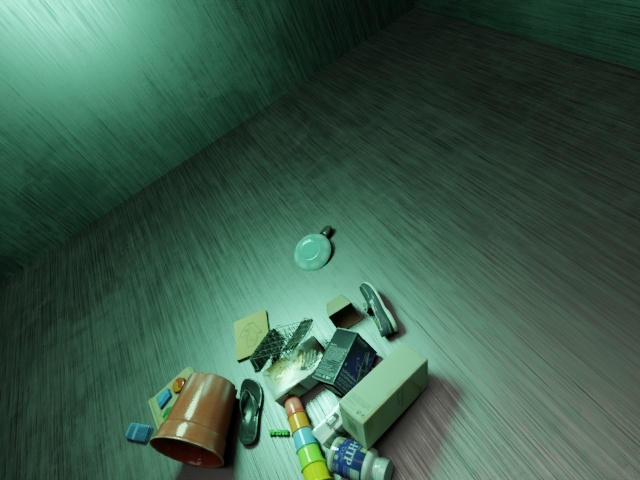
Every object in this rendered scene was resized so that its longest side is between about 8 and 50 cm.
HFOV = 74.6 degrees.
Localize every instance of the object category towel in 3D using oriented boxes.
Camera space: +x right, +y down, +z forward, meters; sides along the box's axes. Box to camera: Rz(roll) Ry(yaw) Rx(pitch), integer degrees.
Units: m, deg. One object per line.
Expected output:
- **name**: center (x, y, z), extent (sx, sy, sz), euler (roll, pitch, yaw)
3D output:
- **towel**: center (-0.757, 0.799, 1.749), extent (0.119, 0.029, 0.067), euler (-2, 53, 25)

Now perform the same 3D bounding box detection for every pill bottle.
- **pill bottle**: center (0.127, 0.704, 1.328), extent (0.187, 0.112, 0.112), euler (5, 56, 30)

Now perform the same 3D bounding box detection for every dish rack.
- **dish rack**: center (-0.141, 0.401, 1.642), extent (0.271, 0.074, 0.208), euler (-23, 18, 34)

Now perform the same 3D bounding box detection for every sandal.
- **sandal**: center (-0.271, 0.646, 1.616), extent (0.097, 0.054, 0.254), euler (-20, 47, 10)

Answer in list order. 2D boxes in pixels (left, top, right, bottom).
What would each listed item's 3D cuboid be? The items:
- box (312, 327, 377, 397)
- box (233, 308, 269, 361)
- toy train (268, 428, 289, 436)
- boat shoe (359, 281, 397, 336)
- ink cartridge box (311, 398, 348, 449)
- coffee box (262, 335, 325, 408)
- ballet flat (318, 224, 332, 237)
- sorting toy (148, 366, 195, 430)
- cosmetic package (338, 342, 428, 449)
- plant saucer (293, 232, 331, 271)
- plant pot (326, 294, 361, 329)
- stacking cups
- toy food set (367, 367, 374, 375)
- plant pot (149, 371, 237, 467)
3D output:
- **box**: center (0.091, 0.447, 1.522), extent (0.108, 0.153, 0.207), euler (1, 53, 46)
- **box**: center (-0.301, 0.417, 1.849), extent (0.164, 0.021, 0.201), euler (-23, 47, 8)
- **toy train**: center (-0.151, 0.702, 1.536), extent (0.083, 0.017, 0.023), euler (-10, 39, 19)
- **boat shoe**: center (0.211, 0.272, 1.669), extent (0.079, 0.095, 0.254), euler (-24, 54, -9)
- **ink cartridge box**: center (0.056, 0.629, 1.428), extent (0.150, 0.109, 0.063), euler (-43, 49, -12)
- **coffee box**: center (-0.081, 0.502, 1.611), extent (0.246, 0.098, 0.141), euler (-34, 45, -4)
- **ballet flat**: center (0.000, 0.000, 2.044), extent (0.057, 0.049, 0.173), euler (36, 80, 29)
- **sorting toy**: center (-0.583, 0.696, 1.739), extent (0.229, 0.041, 0.307), euler (-39, 46, -8)
- **cosmetic package**: center (0.211, 0.499, 1.367), extent (0.309, 0.160, 0.113), euler (-33, 42, -27)
- **plant saucer**: center (-0.046, 0.049, 1.988), extent (0.195, 0.037, 0.195), euler (-9, 64, 20)
- **plant pot**: center (0.084, 0.287, 1.713), extent (0.109, 0.109, 0.096), euler (-32, 34, -2)
- **stacking cups**: center (-0.059, 0.689, 1.446), extent (0.096, 0.096, 0.316), euler (-32, 45, -1)
- **toy food set**: center (0.171, 0.521, 1.525), extent (0.078, 0.019, 0.122), euler (26, 67, 39)
- **plant pot**: center (-0.446, 0.658, 1.569), extent (0.272, 0.272, 0.265), euler (-7, 42, 22)
